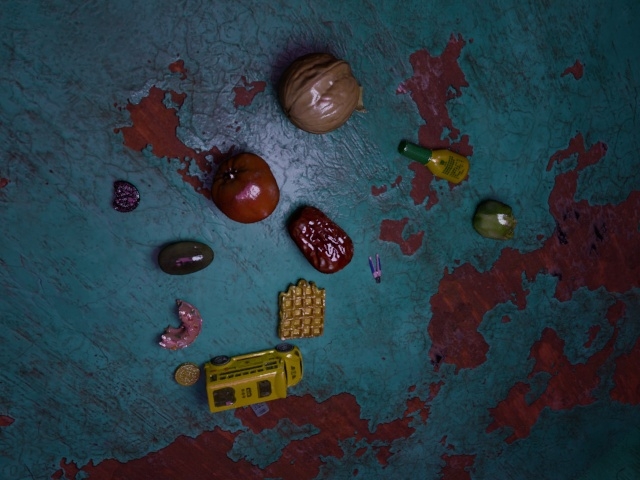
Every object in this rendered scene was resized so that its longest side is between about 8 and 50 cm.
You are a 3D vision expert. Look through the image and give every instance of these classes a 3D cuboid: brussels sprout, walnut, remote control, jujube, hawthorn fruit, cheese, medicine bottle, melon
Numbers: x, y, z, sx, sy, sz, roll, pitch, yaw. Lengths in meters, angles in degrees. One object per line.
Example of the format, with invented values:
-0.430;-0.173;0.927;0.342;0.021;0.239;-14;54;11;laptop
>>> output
0.624;-0.073;1.474;0.183;0.145;0.131;40;62;-62;brussels sprout
-0.003;-0.412;1.151;0.227;0.228;0.228;-5;107;-15;walnut
-0.231;0.577;1.477;0.053;0.018;0.124;-27;112;-8;remote control
0.000;0.000;1.306;0.155;0.155;0.230;-44;107;0;jujube
-0.204;-0.134;1.202;0.196;0.196;0.225;-43;138;-1;hawthorn fruit
0.109;-0.425;1.267;0.060;0.041;0.084;-20;95;-18;cheese
0.382;-0.270;1.380;0.260;0.064;0.095;16;107;-21;medicine bottle
-0.400;0.051;1.228;0.162;0.099;0.099;-10;109;-16;melon

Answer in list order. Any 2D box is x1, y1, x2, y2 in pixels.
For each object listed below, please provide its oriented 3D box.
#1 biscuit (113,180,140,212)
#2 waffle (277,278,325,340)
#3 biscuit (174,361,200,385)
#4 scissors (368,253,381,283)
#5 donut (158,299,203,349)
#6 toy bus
-0.556;-0.124;1.166;0.087;0.027;0.089;-43;113;-2;biscuit
-0.065;0.229;1.401;0.160;0.055;0.211;-3;108;-17;waffle
-0.442;0.446;1.372;0.084;0.023;0.084;-5;107;-15;biscuit
0.199;0.103;1.466;0.039;0.012;0.113;-18;110;-10;scissors
-0.432;0.280;1.304;0.117;0.065;0.166;22;100;-20;donut
-0.213;0.459;1.376;0.330;0.152;0.144;-8;107;-14;toy bus
